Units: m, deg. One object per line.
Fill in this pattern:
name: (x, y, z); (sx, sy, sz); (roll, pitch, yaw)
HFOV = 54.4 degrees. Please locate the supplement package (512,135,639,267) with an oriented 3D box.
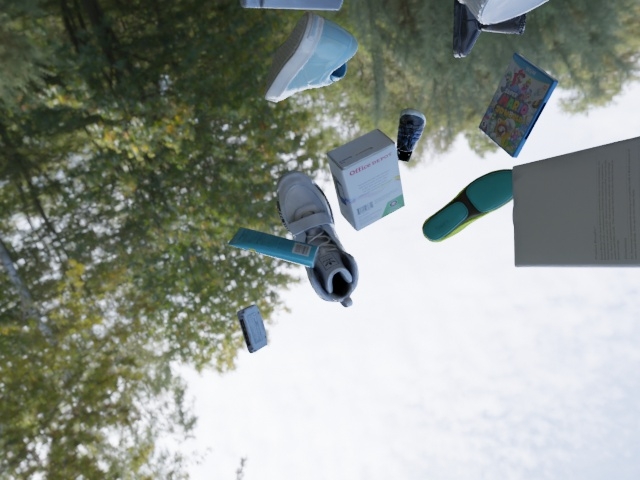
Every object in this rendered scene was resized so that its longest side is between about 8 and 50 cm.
supplement package: (0.450, -0.046, 0.940); (0.176, 0.177, 0.293); (0, 179, -20)

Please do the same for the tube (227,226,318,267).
tube: (-0.109, 0.014, 1.480); (0.207, 0.052, 0.080); (15, -150, 7)

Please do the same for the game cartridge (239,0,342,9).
game cartridge: (-0.032, -0.521, 0.980); (0.198, 0.297, 0.062); (-10, -155, -31)

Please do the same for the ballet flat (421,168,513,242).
ballet flat: (0.311, -0.073, 1.280); (0.231, 0.077, 0.077); (-35, 170, 19)

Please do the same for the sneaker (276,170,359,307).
sneaker: (0.000, 0.000, 1.570); (0.138, 0.365, 0.210); (-22, -166, -6)

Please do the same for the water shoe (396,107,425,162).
water shoe: (0.250, -0.289, 1.740); (0.073, 0.203, 0.080); (10, -111, 9)

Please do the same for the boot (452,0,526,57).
boot: (0.242, -0.309, 0.893); (0.099, 0.121, 0.045); (7, -117, 15)

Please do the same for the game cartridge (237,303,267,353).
game cartridge: (-0.126, 0.165, 1.172); (0.017, 0.083, 0.056); (-15, -178, 34)

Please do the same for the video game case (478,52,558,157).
video game case: (0.380, -0.262, 1.211); (0.015, 0.166, 0.119); (-3, -139, -29)

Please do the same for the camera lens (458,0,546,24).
camera lens: (0.182, -0.399, 0.642); (0.220, 0.274, 0.219); (-28, 174, -3)

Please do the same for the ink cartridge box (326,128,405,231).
ink cartridge box: (0.117, -0.152, 1.575); (0.154, 0.212, 0.093); (-28, -133, -11)

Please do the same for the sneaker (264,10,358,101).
sneaker: (-0.027, -0.386, 1.425); (0.150, 0.135, 0.366); (18, 172, -17)
